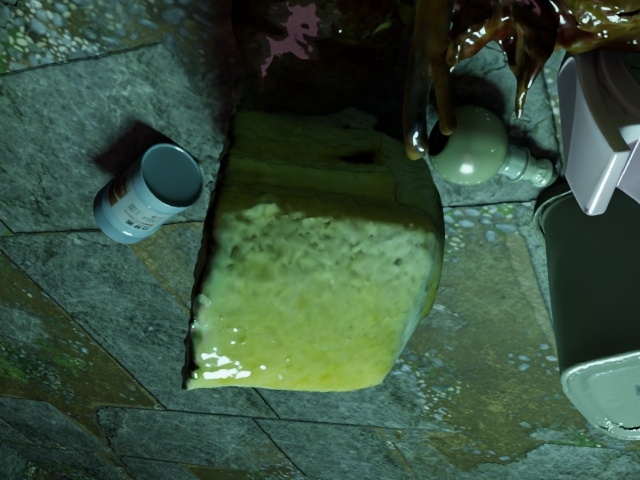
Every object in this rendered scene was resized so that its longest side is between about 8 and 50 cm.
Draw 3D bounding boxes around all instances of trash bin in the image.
[{"bbox_3d":[0.367,0.072,0.859,0.219,0.250,0.220,-22,127,35],"label":"trash bin"}]

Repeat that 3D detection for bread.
[{"bbox_3d":[0.005,0.005,0.805,0.264,0.395,0.239,13,118,-10],"label":"bread"}]

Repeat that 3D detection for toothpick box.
[{"bbox_3d":[-0.252,-0.066,1.094,0.101,0.101,0.153,37,140,-23],"label":"toothpick box"}]

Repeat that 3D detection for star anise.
[{"bbox_3d":[0.161,-0.182,0.579,0.237,0.346,0.148,38,155,14],"label":"star anise"}]

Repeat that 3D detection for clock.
[{"bbox_3d":[0.345,-0.085,0.634,0.276,0.290,0.080,10,142,6],"label":"clock"}]

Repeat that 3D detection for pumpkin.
[{"bbox_3d":[0.003,-0.217,0.722,0.131,0.149,0.254,-3,144,48],"label":"pumpkin"}]

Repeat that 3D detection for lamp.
[{"bbox_3d":[0.203,-0.096,0.868,0.163,0.090,0.091,16,148,-23],"label":"lamp"}]
